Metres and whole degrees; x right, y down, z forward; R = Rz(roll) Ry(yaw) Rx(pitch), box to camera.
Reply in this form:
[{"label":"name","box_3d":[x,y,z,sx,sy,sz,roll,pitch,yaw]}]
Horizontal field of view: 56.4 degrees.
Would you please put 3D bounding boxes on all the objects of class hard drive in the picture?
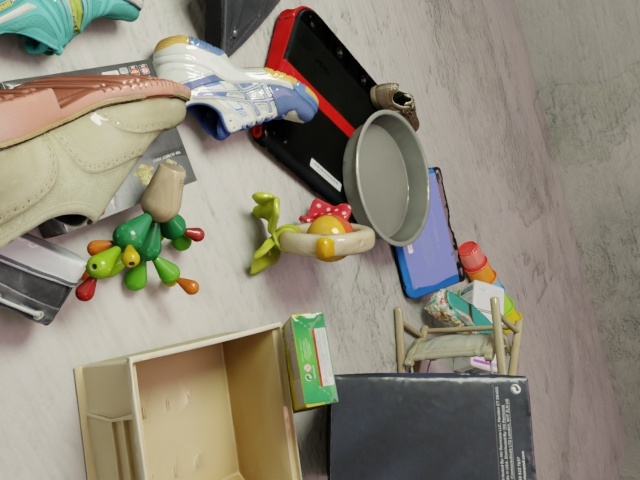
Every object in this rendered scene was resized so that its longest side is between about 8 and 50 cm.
[{"label":"hard drive","box_3d":[-0.121,-0.438,1.010,0.172,0.054,0.255,104,10,-51]}]

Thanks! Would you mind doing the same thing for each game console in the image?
[{"label":"game console","box_3d":[0.019,-0.251,1.238,0.386,0.060,0.342,36,59,-44]},{"label":"game console","box_3d":[0.251,-0.027,1.514,0.250,0.173,0.293,-16,95,-23]}]

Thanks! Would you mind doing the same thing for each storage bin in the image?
[{"label":"storage bin","box_3d":[-0.162,0.261,0.790,0.262,0.123,0.261,-4,84,-55]}]

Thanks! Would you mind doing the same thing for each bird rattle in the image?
[{"label":"bird rattle","box_3d":[0.000,0.000,1.029,0.253,0.206,0.143,2,98,-45]}]

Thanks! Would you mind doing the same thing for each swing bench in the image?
[{"label":"swing bench","box_3d":[0.293,0.277,1.300,0.165,0.253,0.255,36,55,-44]}]

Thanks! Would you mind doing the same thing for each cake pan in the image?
[{"label":"cake pan","box_3d":[0.144,-0.131,1.287,0.293,0.054,0.294,9,79,-50]}]

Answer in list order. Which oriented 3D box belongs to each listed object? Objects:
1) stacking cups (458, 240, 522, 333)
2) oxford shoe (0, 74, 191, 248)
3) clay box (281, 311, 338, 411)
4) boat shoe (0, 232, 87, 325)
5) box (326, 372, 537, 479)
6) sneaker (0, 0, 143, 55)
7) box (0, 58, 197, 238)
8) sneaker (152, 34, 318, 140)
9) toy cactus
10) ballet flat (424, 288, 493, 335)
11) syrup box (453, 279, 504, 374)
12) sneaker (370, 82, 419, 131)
[{"label":"stacking cups","box_3d":[0.487,0.138,1.760,0.316,0.096,0.096,53,43,-25]},{"label":"oxford shoe","box_3d":[-0.263,-0.097,0.639,0.397,0.140,0.147,-44,135,-61]},{"label":"clay box","box_3d":[-0.031,0.195,0.914,0.053,0.222,0.128,-6,73,-14]},{"label":"boat shoe","box_3d":[-0.382,0.009,0.577,0.301,0.108,0.102,33,80,-48]},{"label":"box","box_3d":[0.156,0.311,0.977,0.296,0.293,0.183,91,-2,-74]},{"label":"sneaker","box_3d":[-0.335,-0.285,0.735,0.275,0.106,0.110,-31,135,-56]},{"label":"box","box_3d":[-0.285,-0.127,0.776,0.231,0.056,0.183,-33,108,-52]},{"label":"sneaker","box_3d":[-0.136,-0.218,0.964,0.296,0.111,0.131,9,86,-36]},{"label":"toy cactus","box_3d":[-0.212,-0.008,0.768,0.219,0.112,0.181,-11,127,-62]},{"label":"ballet flat","box_3d":[0.346,0.191,1.487,0.241,0.077,0.091,37,41,-32]},{"label":"syrup box","box_3d":[0.424,0.238,1.598,0.096,0.093,0.237,16,64,-10]},{"label":"sneaker","box_3d":[0.188,-0.295,1.355,0.188,0.071,0.066,23,67,-48]}]
